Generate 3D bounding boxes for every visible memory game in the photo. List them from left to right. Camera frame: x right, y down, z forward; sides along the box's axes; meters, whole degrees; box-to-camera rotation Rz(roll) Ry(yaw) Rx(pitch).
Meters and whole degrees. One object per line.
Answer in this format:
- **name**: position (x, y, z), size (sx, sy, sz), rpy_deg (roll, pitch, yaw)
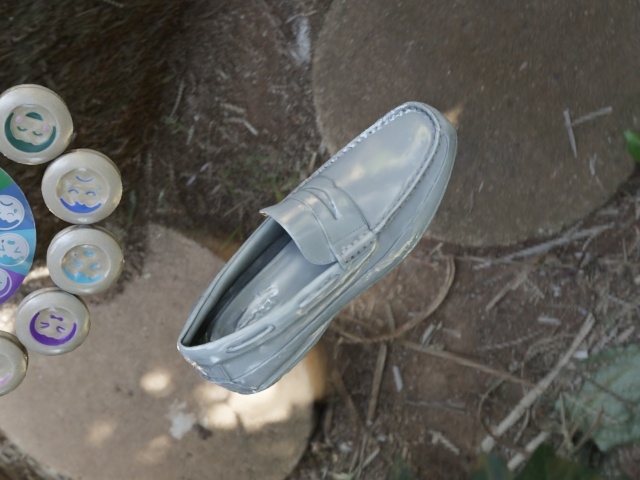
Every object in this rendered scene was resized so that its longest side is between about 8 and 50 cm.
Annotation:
- **memory game**: position (-0.183, 0.000, 0.413), size (0.186, 0.012, 0.186), rpy_deg (-7, 117, -14)

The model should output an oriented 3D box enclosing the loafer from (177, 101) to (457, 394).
- **loafer**: position (0.000, 0.000, 0.803), size (0.112, 0.111, 0.319), rpy_deg (37, 87, 35)
